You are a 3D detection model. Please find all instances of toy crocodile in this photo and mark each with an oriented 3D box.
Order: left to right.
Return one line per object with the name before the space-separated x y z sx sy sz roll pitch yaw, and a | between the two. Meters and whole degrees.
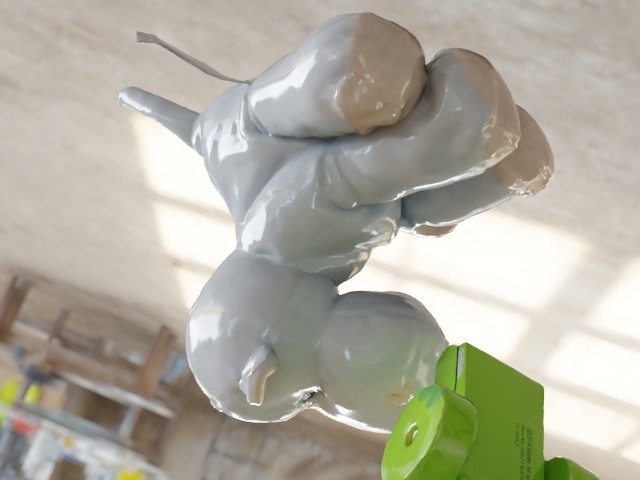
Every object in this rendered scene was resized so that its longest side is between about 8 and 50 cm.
toy crocodile | 0.085 0.187 0.911 0.115 0.340 0.105 27 126 -19

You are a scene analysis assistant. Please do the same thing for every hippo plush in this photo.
hippo plush | 0.000 0.000 1.088 0.294 0.236 0.234 13 161 -8
